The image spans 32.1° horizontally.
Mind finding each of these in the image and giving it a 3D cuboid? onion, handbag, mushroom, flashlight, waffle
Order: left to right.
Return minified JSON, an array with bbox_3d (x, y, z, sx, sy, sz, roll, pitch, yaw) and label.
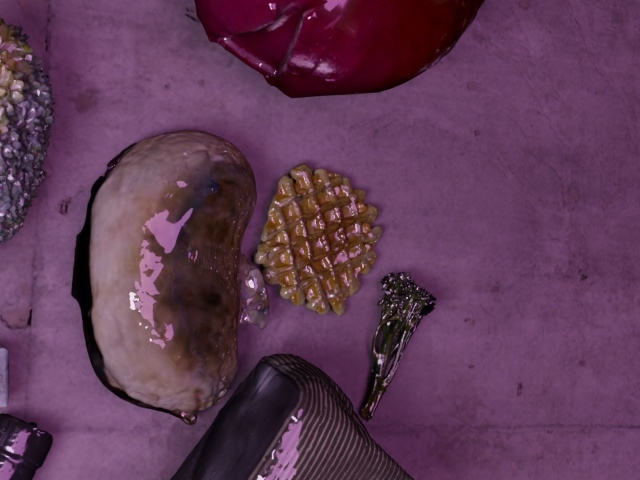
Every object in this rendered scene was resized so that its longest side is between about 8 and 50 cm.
[{"bbox_3d":[-0.364,0.299,1.187,0.093,0.093,0.232,34,72,-23],"label":"flashlight"},{"bbox_3d":[-0.158,0.034,1.288,0.247,0.130,0.344,17,80,-22],"label":"mushroom"},{"bbox_3d":[-0.047,0.321,1.264,0.240,0.247,0.341,36,83,-19],"label":"handbag"},{"bbox_3d":[0.000,0.000,1.426,0.169,0.036,0.184,27,76,-26],"label":"waffle"},{"bbox_3d":[0.050,-0.377,1.261,0.398,0.420,0.399,4,78,-20],"label":"onion"}]

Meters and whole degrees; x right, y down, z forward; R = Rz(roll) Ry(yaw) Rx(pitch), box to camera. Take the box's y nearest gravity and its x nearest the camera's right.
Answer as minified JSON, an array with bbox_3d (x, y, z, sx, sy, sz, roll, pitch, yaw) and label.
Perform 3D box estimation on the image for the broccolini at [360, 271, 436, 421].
[{"bbox_3d":[0.088,0.138,1.452,0.058,0.074,0.201,32,75,-41],"label":"broccolini"}]

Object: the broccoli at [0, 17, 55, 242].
[{"bbox_3d":[-0.449,-0.140,1.116,0.353,0.275,0.397,-27,83,-37],"label":"broccoli"}]

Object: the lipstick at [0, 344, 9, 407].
[{"bbox_3d":[-0.468,0.147,1.143,0.289,0.077,0.076,-2,88,-29],"label":"lipstick"}]
